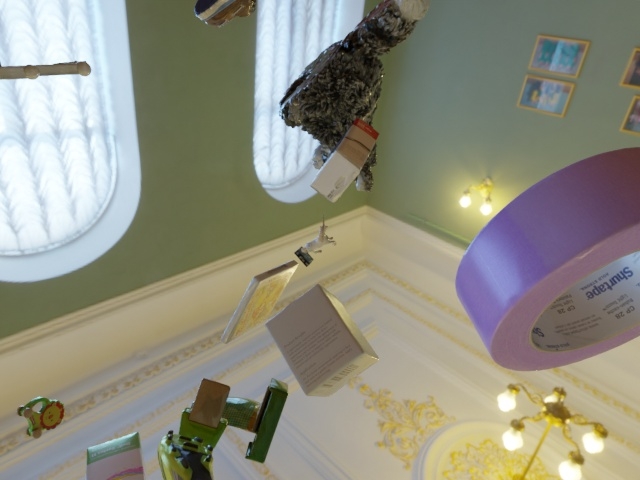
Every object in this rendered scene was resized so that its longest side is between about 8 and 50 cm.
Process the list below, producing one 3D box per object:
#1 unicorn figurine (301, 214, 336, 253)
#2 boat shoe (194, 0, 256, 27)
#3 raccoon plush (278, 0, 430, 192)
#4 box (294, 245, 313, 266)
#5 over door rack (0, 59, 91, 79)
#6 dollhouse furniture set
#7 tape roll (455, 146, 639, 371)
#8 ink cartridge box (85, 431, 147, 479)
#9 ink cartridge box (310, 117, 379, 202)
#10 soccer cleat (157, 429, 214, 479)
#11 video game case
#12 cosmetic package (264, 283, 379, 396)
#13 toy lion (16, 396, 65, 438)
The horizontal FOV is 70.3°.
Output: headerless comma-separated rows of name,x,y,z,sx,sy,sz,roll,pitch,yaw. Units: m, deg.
unicorn figurine,0.000,0.000,1.517,0.111,0.162,0.060,12,-143,-56
boat shoe,-0.161,-0.482,0.895,0.183,0.066,0.066,-13,161,29
raccoon plush,0.113,-0.282,0.995,0.446,0.299,0.216,-17,-141,51
box,-0.058,0.056,1.595,0.067,0.018,0.083,48,-168,0
over door rack,-0.398,-0.360,0.648,0.108,0.240,0.324,-7,-157,-11
dollhouse furniture set,-0.192,0.366,1.063,0.197,0.151,0.301,19,173,-2
tape roll,0.297,0.036,0.504,0.274,0.275,0.090,-3,-133,-17
ink cartridge box,-0.399,0.586,0.915,0.119,0.207,0.353,-10,-166,-24
ink cartridge box,0.046,-0.148,0.833,0.056,0.099,0.135,35,-138,-7
soccer cleat,-0.198,0.391,0.679,0.093,0.121,0.289,27,175,-33
video game case,-0.166,0.168,1.268,0.026,0.227,0.206,37,-156,15
cosmetic package,0.005,0.222,1.000,0.151,0.151,0.184,-37,-117,5
toy lion,-0.681,0.427,1.119,0.034,0.100,0.096,2,-157,24
